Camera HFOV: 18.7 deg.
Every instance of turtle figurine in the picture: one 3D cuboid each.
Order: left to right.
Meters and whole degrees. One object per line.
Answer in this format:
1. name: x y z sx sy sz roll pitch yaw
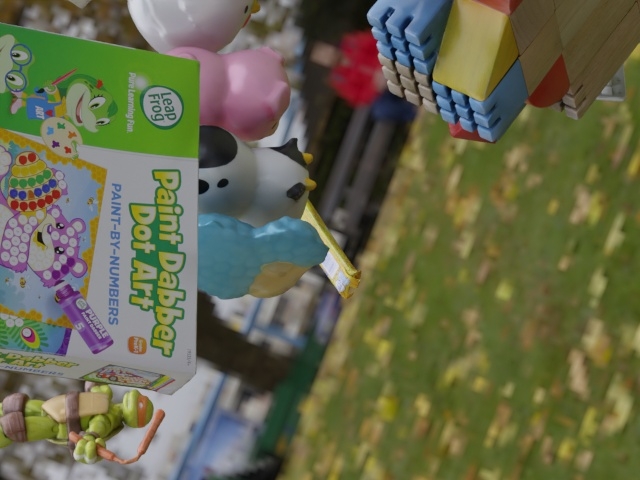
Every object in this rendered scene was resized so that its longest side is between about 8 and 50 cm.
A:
1. turtle figurine: -0.268 0.180 2.055 0.269 0.217 0.087 -96 3 -61

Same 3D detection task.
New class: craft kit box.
1. craft kit box: -0.207 -0.029 1.361 0.061 0.247 0.250 -37 49 55

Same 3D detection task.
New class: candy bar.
1. candy bar: 0.000 0.000 2.086 0.161 0.018 0.040 55 131 39

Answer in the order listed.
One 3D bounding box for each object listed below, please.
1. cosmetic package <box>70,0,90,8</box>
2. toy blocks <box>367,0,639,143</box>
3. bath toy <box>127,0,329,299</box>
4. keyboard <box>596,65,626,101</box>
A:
1. cosmetic package: -0.282 -0.363 1.743 0.153 0.296 0.129 -38 35 27
2. toy blocks: 0.144 -0.199 1.457 0.261 0.191 0.381 -51 -31 -18
3. bath toy: -0.080 -0.120 1.736 0.151 0.129 0.348 31 -142 -47
4. keyboard: 0.225 -0.214 1.707 0.014 0.072 0.256 103 172 -47
